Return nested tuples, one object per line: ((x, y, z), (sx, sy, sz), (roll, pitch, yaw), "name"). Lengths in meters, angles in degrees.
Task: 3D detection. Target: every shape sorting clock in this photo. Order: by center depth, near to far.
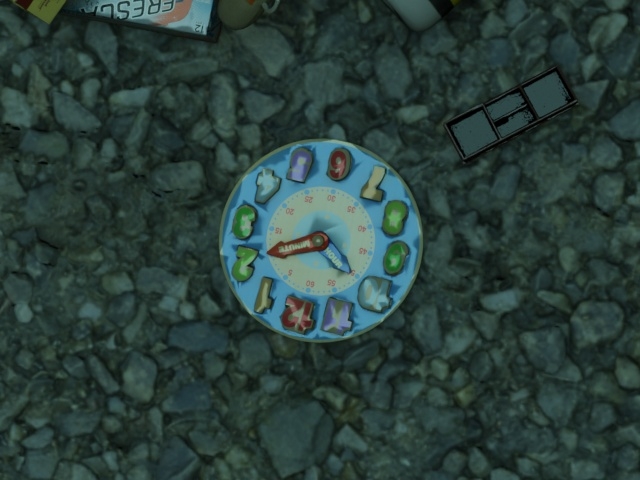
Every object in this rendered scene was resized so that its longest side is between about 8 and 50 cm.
((0.000, 0.000, 1.790), (0.206, 0.040, 0.206), (0, 91, 6), "shape sorting clock")

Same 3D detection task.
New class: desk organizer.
((0.188, -0.126, 1.763), (0.130, 0.050, 0.047), (-28, 88, 6), "desk organizer")

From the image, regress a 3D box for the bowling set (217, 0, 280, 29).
((-0.130, -0.347, 1.674), (0.154, 0.200, 0.287), (-39, 61, 46), "bowling set")

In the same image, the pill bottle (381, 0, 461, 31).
((0.155, -0.373, 1.696), (0.334, 0.188, 0.188), (-42, 86, 5), "pill bottle")

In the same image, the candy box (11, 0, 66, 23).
((-0.294, -0.300, 1.761), (0.109, 0.053, 0.187), (-54, 43, 4), "candy box")

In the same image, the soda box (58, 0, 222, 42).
((-0.190, -0.245, 1.797), (0.183, 0.063, 0.058), (11, 90, 6), "soda box")
